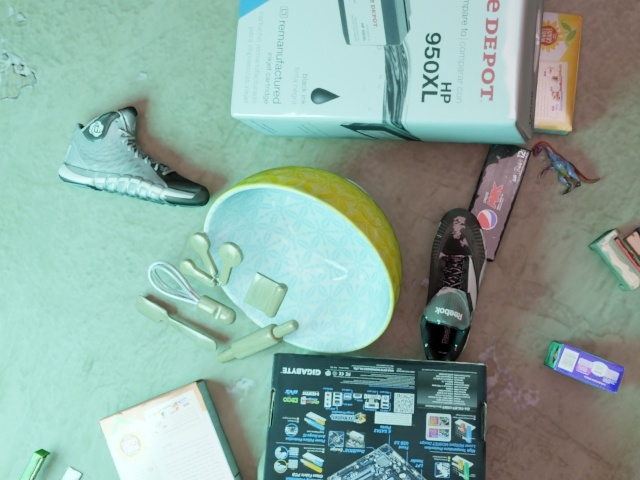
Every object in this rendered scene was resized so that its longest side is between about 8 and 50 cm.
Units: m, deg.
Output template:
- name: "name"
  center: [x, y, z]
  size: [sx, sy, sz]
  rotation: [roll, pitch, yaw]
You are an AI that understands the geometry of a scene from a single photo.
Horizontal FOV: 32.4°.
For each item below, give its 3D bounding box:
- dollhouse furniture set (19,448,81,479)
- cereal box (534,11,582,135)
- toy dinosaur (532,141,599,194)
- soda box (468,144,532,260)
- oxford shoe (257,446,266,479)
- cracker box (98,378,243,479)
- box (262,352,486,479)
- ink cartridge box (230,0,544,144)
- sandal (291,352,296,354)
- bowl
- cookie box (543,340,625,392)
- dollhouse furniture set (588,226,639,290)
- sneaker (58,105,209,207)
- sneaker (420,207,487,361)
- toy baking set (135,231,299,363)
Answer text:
- name: "dollhouse furniture set"
  center: [-0.358, 0.365, 1.593]
  size: [0.151, 0.076, 0.059]
  rotation: [29, 90, 5]
- name: "cereal box"
  center: [0.250, -0.249, 1.594]
  size: [0.240, 0.047, 0.173]
  rotation: [7, 87, 6]
- name: "toy dinosaur"
  center: [0.346, -0.109, 1.597]
  size: [0.090, 0.047, 0.082]
  rotation: [-13, 76, -30]
- name: "soda box"
  center: [0.248, -0.057, 1.583]
  size: [0.060, 0.053, 0.169]
  rotation: [19, 88, 6]
- name: "oxford shoe"
  center: [0.103, 0.355, 1.535]
  size: [0.397, 0.140, 0.147]
  rotation: [12, 76, 0]
- name: "cracker box"
  center: [-0.203, 0.336, 1.588]
  size: [0.155, 0.067, 0.232]
  rotation: [-22, 85, 3]
- name: "box"
  center: [0.071, 0.303, 1.456]
  size: [0.295, 0.073, 0.293]
  rotation: [3, 69, 2]
- name: "ink cartridge box"
  center: [0.096, -0.289, 1.509]
  size: [0.394, 0.166, 0.286]
  rotation: [3, 87, 17]
- name: "sandal"
  center: [0.036, 0.203, 1.581]
  size: [0.180, 0.072, 0.049]
  rotation: [26, 74, 3]
- name: "bowl"
  center: [0.000, 0.000, 1.530]
  size: [0.289, 0.289, 0.156]
  rotation: [34, 47, 5]
- name: "cookie box"
  center: [0.366, 0.176, 1.537]
  size: [0.091, 0.107, 0.040]
  rotation: [22, 88, 4]
- name: "dollhouse furniture set"
  center: [0.489, 0.038, 1.524]
  size: [0.129, 0.129, 0.184]
  rotation: [-38, 85, 1]
- name: "sneaker"
  center: [-0.264, -0.128, 1.607]
  size: [0.228, 0.086, 0.132]
  rotation: [12, 86, 5]
- name: "sneaker"
  center: [0.183, 0.075, 1.521]
  size: [0.078, 0.106, 0.234]
  rotation: [9, 107, 8]
- name: "toy baking set"
  center: [-0.149, 0.087, 1.570]
  size: [0.256, 0.030, 0.197]
  rotation: [-33, 99, 39]
